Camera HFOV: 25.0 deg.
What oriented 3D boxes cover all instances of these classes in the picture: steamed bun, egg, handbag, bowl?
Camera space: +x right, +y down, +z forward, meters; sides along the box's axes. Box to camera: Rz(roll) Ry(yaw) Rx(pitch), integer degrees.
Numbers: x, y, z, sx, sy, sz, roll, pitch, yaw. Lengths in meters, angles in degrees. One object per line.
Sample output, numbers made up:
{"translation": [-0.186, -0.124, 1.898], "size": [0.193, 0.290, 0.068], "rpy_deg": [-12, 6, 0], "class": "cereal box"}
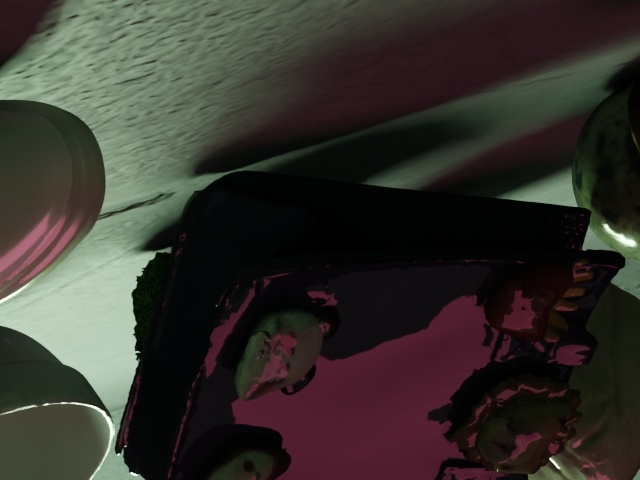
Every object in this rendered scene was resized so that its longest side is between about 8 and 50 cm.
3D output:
{"translation": [0.141, 0.102, 1.400], "size": [0.384, 0.236, 0.247], "rpy_deg": [3, -141, 45], "class": "steamed bun"}
{"translation": [0.259, -0.052, 1.085], "size": [0.141, 0.141, 0.182], "rpy_deg": [-18, 177, 6], "class": "egg"}
{"translation": [0.039, 0.108, 1.054], "size": [0.329, 0.122, 0.303], "rpy_deg": [5, 126, -21], "class": "handbag"}
{"translation": [-0.330, 0.168, 1.203], "size": [0.287, 0.143, 0.287], "rpy_deg": [-30, 157, -14], "class": "bowl"}

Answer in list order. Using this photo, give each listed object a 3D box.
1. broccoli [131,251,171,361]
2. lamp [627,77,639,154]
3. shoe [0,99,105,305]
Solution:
{"translation": [-0.045, 0.112, 1.265], "size": [0.265, 0.245, 0.294], "rpy_deg": [-27, 146, 3], "class": "broccoli"}
{"translation": [0.280, -0.088, 0.747], "size": [0.258, 0.180, 0.180], "rpy_deg": [-24, 169, 37], "class": "lamp"}
{"translation": [-0.228, 0.000, 0.619], "size": [0.265, 0.095, 0.110], "rpy_deg": [-16, 172, 14], "class": "shoe"}
